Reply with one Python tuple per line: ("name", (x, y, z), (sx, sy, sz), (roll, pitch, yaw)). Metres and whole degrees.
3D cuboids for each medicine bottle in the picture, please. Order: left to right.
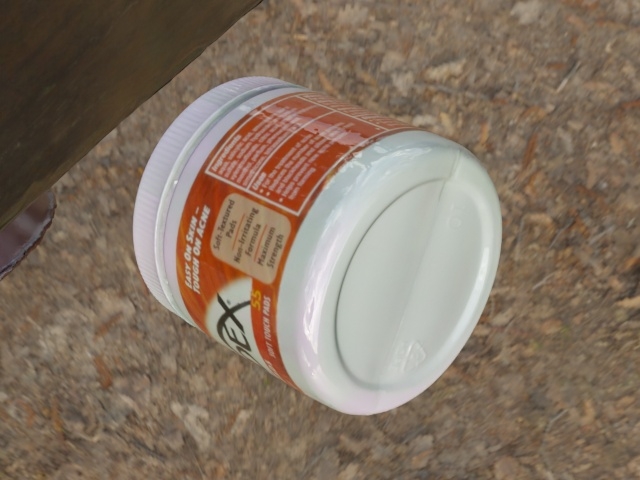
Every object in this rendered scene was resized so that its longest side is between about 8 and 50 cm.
("medicine bottle", (0.000, 0.000, 1.034), (0.241, 0.252, 0.252), (26, 70, 40))

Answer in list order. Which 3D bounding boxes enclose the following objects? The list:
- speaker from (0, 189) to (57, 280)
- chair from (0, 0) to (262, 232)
("speaker", (-0.444, -0.096, 1.064), (0.259, 0.329, 0.198), (-19, 36, 16))
("chair", (-0.064, -0.106, 0.287), (0.416, 0.240, 0.203), (30, 59, 22))
